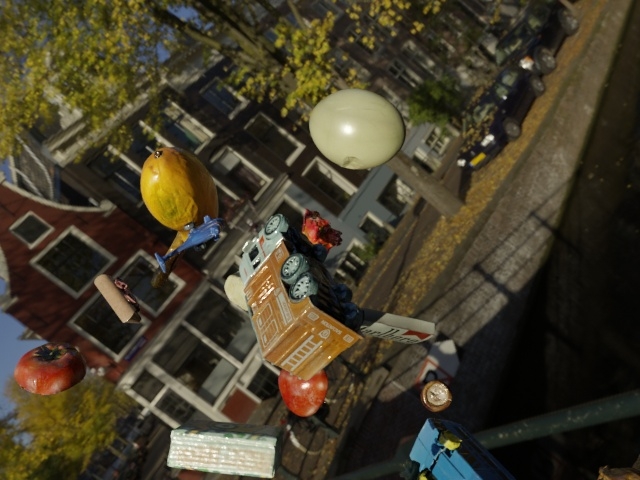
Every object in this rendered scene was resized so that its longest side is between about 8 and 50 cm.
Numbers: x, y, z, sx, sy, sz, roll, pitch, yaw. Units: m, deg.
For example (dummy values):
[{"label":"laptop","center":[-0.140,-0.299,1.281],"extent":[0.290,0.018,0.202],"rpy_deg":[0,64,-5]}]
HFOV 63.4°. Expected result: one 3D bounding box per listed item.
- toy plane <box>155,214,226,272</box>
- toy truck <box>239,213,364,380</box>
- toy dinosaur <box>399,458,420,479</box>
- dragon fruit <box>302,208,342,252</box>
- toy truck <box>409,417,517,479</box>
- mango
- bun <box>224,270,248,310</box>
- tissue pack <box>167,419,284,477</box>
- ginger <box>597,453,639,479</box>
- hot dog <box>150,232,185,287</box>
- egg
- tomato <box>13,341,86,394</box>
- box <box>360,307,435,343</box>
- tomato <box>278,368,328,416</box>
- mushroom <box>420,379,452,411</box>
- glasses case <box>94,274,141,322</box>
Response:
[{"label":"toy plane","center":[-0.223,0.000,0.910],"extent":[0.062,0.054,0.167],"rpy_deg":[-5,24,42]},{"label":"toy truck","center":[-0.053,0.093,0.925],"extent":[0.162,0.136,0.305],"rpy_deg":[-46,33,11]},{"label":"toy dinosaur","center":[0.137,0.545,1.005],"extent":[0.383,0.076,0.129],"rpy_deg":[-5,-65,-74]},{"label":"dragon fruit","center":[0.000,0.000,1.358],"extent":[0.153,0.111,0.152],"rpy_deg":[-168,90,-89]},{"label":"toy truck","center":[0.383,0.607,1.278],"extent":[0.385,0.162,0.161],"rpy_deg":[39,110,61]},{"label":"mango","center":[-0.345,-0.112,1.315],"extent":[0.359,0.144,0.186],"rpy_deg":[71,-148,-69]},{"label":"bun","center":[-0.170,0.151,1.558],"extent":[0.231,0.231,0.133],"rpy_deg":[-70,-24,-76]},{"label":"tissue pack","center":[-0.274,0.620,1.559],"extent":[0.228,0.311,0.127],"rpy_deg":[85,-171,-76]},{"label":"ginger","center":[0.734,0.639,1.163],"extent":[0.358,0.274,0.152],"rpy_deg":[-23,-6,-11]},{"label":"hot dog","center":[-0.430,0.042,1.520],"extent":[0.215,0.047,0.066],"rpy_deg":[-65,4,-18]},{"label":"egg","center":[0.102,-0.308,1.439],"extent":[0.219,0.270,0.218],"rpy_deg":[4,-90,-86]},{"label":"tomato","center":[-0.906,0.414,1.744],"extent":[0.225,0.225,0.085],"rpy_deg":[-60,-15,-62]},{"label":"box","center":[0.142,0.187,1.127],"extent":[0.115,0.178,0.035],"rpy_deg":[138,143,-60]},{"label":"tomato","center":[-0.059,0.384,1.406],"extent":[0.174,0.082,0.166],"rpy_deg":[-57,41,36]},{"label":"mushroom","center":[0.452,0.606,2.023],"extent":[0.123,0.123,0.052],"rpy_deg":[-53,-9,-17]},{"label":"glasses case","center":[-0.639,0.184,1.697],"extent":[0.070,0.193,0.102],"rpy_deg":[-46,-21,5]}]
